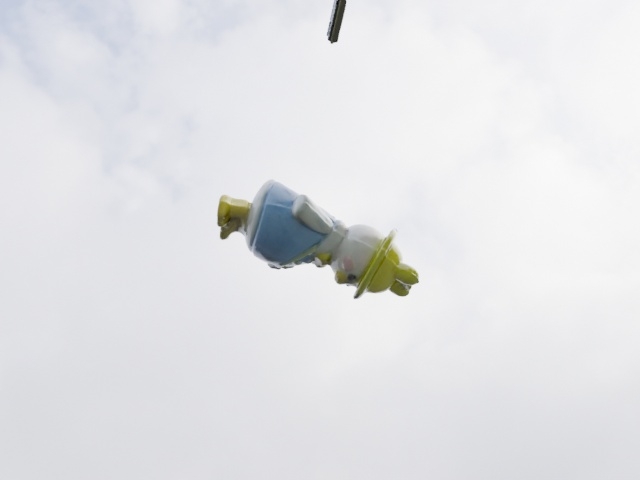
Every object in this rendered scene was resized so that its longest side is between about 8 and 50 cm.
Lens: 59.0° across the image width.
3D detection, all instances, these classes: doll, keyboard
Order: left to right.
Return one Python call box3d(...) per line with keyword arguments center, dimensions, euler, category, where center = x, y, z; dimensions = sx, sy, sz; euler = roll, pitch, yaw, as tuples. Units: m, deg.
box3d(center=(0.000, 0.001, 0.654), dimensions=(0.241, 0.099, 0.135), euler=(24, -55, 5), category="doll")
box3d(center=(0.028, -0.337, 0.769), dimensions=(0.015, 0.049, 0.129), euler=(7, -60, -13), category="keyboard")
